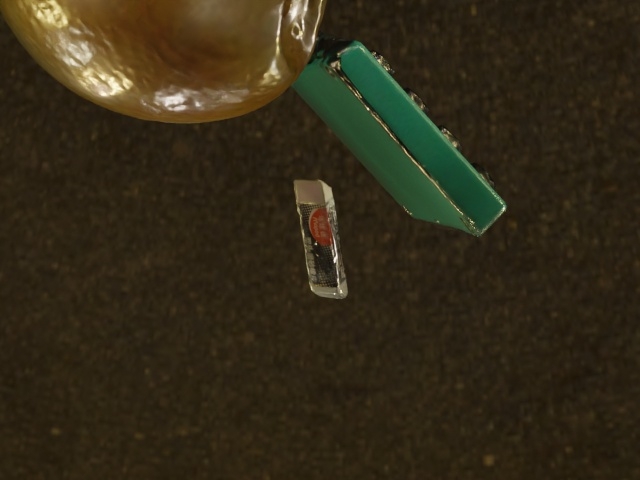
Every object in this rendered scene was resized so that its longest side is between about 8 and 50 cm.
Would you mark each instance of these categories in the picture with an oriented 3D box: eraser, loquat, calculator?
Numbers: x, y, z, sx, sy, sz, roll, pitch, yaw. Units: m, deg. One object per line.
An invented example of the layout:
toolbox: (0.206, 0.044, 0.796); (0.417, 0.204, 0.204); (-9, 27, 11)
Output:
eraser: (0.000, 0.000, 0.998); (0.027, 0.019, 0.099); (4, 116, 25)
loquat: (-0.102, -0.165, 0.845); (0.227, 0.179, 0.179); (22, 136, 25)
calculator: (0.072, -0.112, 1.419); (0.058, 0.274, 0.248); (-45, 98, -4)
